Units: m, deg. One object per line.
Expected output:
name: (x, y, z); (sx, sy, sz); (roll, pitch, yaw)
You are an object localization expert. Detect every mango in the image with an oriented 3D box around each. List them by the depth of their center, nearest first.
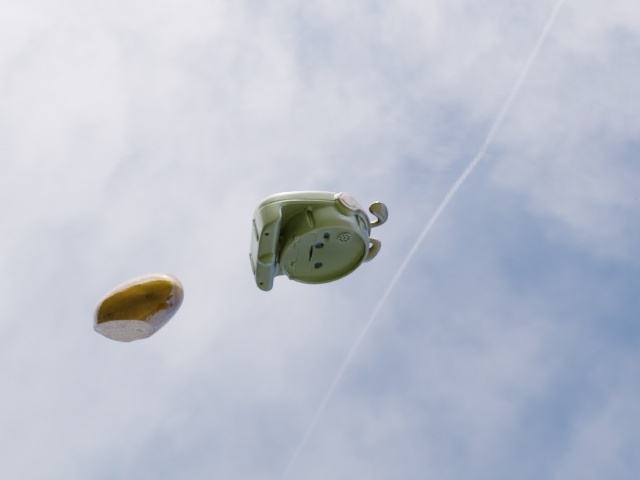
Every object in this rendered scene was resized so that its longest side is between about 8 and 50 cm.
mango: (-0.323, 0.112, 1.508); (0.217, 0.141, 0.102); (-30, -123, 44)

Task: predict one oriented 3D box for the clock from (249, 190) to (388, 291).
clock: (0.000, 0.000, 1.158); (0.191, 0.151, 0.062); (-5, -132, -13)
